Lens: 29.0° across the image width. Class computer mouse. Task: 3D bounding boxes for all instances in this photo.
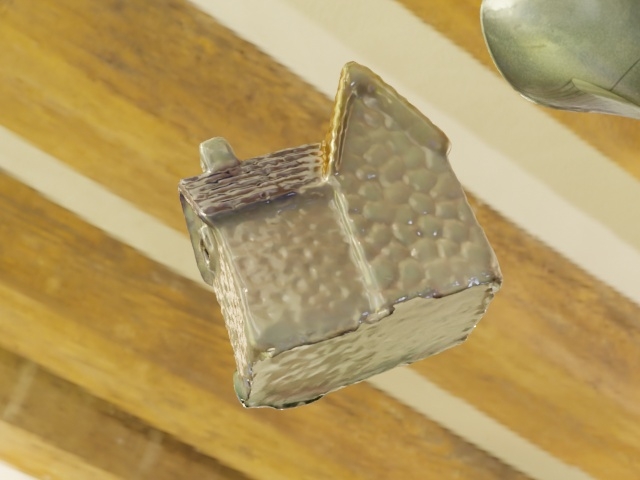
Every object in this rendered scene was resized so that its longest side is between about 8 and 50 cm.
[{"bbox_3d":[0.338,-0.187,1.179,0.379,0.167,0.090,14,-6,7],"label":"computer mouse"}]

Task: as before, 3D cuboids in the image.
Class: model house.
[{"bbox_3d":[0.000,0.000,0.477,0.100,0.100,0.088,-18,-20,-14],"label":"model house"}]
